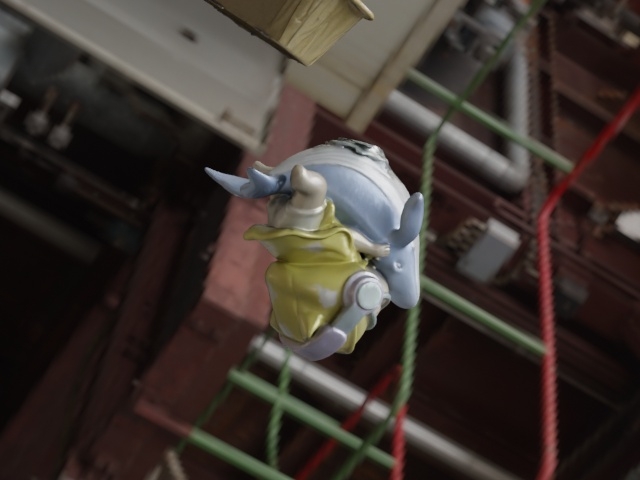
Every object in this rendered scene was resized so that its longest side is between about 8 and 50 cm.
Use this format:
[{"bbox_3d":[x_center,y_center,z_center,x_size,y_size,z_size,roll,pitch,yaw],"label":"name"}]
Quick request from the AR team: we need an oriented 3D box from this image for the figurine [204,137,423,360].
[{"bbox_3d":[0.000,0.000,1.250,0.184,0.208,0.128,-64,-157,-10],"label":"figurine"}]

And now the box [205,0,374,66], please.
[{"bbox_3d":[-0.040,-0.220,1.238,0.111,0.177,0.111,-44,155,-27],"label":"box"}]
